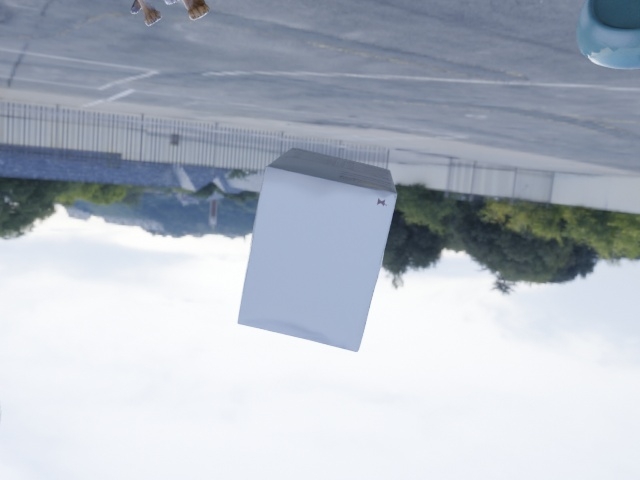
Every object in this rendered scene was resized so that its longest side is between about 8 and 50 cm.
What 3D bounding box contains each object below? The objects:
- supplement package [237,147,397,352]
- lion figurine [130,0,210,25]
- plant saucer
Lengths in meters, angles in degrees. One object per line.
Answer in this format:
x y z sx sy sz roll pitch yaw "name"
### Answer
0.000 0.000 0.762 0.149 0.194 0.203 13 -166 1 "supplement package"
-0.254 -0.465 0.910 0.392 0.240 0.142 12 -131 46 "lion figurine"
0.520 -0.378 0.867 0.043 0.318 0.317 44 163 -33 "plant saucer"
